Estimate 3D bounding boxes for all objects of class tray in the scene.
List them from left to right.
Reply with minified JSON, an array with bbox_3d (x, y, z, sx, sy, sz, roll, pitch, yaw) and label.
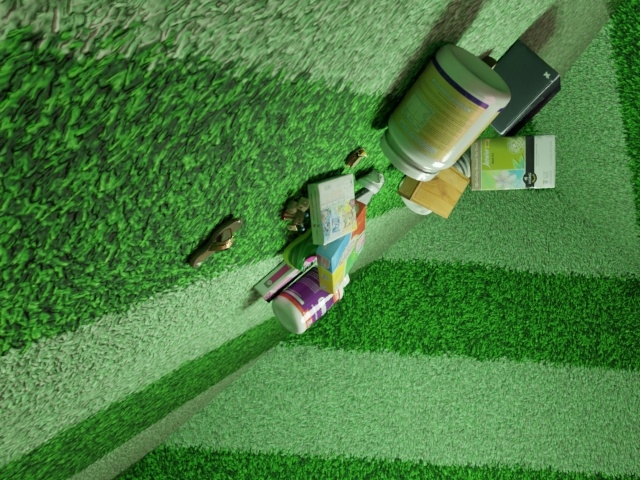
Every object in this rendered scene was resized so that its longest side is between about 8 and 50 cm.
[{"bbox_3d":[0.480,-0.225,2.128,0.411,0.076,0.202,14,109,-55],"label":"tray"}]

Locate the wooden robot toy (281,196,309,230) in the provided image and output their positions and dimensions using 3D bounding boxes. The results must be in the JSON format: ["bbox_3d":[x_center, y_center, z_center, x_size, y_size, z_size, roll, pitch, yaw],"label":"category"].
[{"bbox_3d":[-0.070,-0.097,1.538,0.173,0.076,0.079,111,-7,-63],"label":"wooden robot toy"}]

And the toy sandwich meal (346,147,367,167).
[{"bbox_3d":[0.113,-0.253,1.599,0.086,0.029,0.085,-40,167,-11],"label":"toy sandwich meal"}]

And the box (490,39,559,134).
[{"bbox_3d":[0.797,-0.601,2.115,0.293,0.212,0.395,-48,167,23],"label":"box"}]

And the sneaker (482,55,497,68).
[{"bbox_3d":[0.538,-0.563,1.784,0.192,0.064,0.086,-39,162,-30],"label":"sneaker"}]

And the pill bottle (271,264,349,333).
[{"bbox_3d":[-0.033,0.225,2.124,0.323,0.181,0.181,-38,167,-28],"label":"pill bottle"}]

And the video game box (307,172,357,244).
[{"bbox_3d":[0.040,-0.101,1.592,0.048,0.187,0.205,2,-164,34],"label":"video game box"}]

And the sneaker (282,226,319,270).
[{"bbox_3d":[0.000,0.000,1.878,0.295,0.123,0.109,-42,167,-6],"label":"sneaker"}]

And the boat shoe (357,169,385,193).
[{"bbox_3d":[0.189,-0.222,1.864,0.075,0.083,0.226,-57,176,11],"label":"boat shoe"}]

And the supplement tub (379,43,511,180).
[{"bbox_3d":[0.346,-0.357,1.479,0.241,0.241,0.331,-27,160,-51],"label":"supplement tub"}]

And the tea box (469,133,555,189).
[{"bbox_3d":[0.809,-0.330,2.203,0.324,0.219,0.329,-2,-173,17],"label":"tea box"}]

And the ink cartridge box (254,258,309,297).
[{"bbox_3d":[-0.098,0.099,2.059,0.371,0.069,0.175,-43,168,-8],"label":"ink cartridge box"}]

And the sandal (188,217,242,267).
[{"bbox_3d":[-0.258,0.013,1.303,0.180,0.049,0.072,-44,167,6],"label":"sandal"}]

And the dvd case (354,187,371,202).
[{"bbox_3d":[0.128,-0.126,2.069,0.179,0.029,0.238,-35,165,-30],"label":"dvd case"}]

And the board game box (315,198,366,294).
[{"bbox_3d":[0.077,0.029,1.847,0.242,0.064,0.316,-57,163,-22],"label":"board game box"}]

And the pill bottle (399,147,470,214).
[{"bbox_3d":[0.560,-0.295,2.423,0.361,0.204,0.204,-36,166,-25],"label":"pill bottle"}]
